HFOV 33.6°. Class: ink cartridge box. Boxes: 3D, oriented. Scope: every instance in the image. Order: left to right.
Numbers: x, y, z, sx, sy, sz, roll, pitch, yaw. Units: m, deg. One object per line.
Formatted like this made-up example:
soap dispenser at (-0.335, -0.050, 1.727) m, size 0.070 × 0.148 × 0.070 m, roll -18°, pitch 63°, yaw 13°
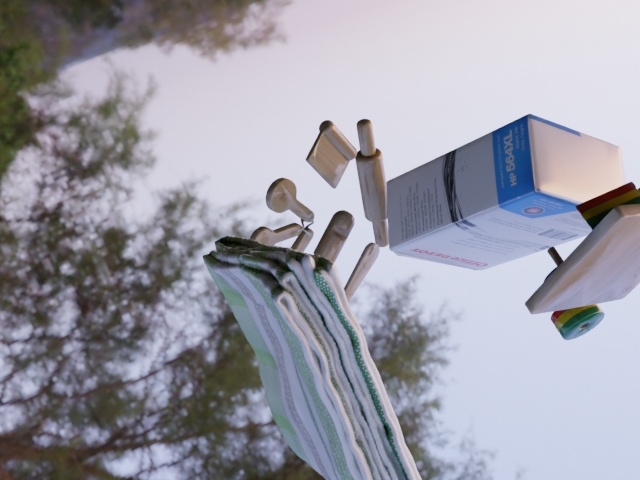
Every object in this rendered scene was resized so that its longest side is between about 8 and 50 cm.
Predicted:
ink cartridge box at (0.186, -0.041, 1.086) m, size 0.148 × 0.085 × 0.203 m, roll 12°, pitch 157°, yaw -38°

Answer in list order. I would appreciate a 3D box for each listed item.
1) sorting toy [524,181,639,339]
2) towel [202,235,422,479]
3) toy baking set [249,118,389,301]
sorting toy at (0.255, -0.005, 0.915) m, size 0.132 × 0.046 × 0.274 m, roll -6°, pitch 145°, yaw -37°
towel at (-0.007, 0.054, 0.399) m, size 0.023 × 0.113 × 0.152 m, roll -24°, pitch -171°, yaw -15°
toy baking set at (0.005, -0.005, 1.131) m, size 0.197 × 0.256 × 0.030 m, roll -39°, pitch -136°, yaw -27°
